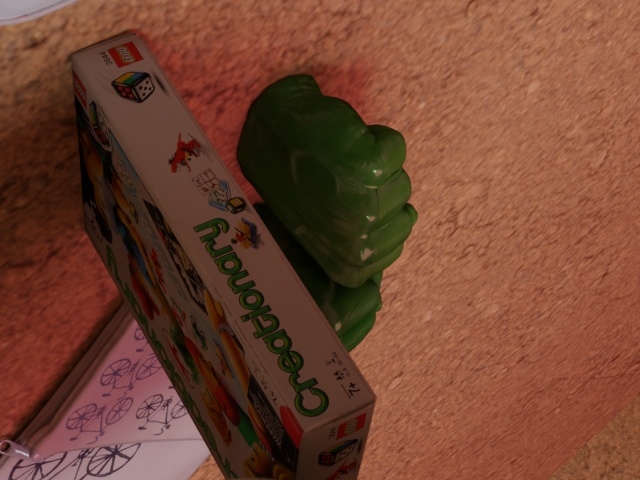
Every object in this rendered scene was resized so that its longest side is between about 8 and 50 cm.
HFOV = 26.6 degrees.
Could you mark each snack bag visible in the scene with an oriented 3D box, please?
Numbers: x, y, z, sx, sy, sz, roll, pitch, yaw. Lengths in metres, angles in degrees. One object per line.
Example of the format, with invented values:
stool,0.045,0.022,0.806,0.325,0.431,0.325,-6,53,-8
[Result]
snack bag,-0.171,0.184,1.274,0.342,0.037,0.323,-49,154,16

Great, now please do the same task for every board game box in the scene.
board game box,-0.071,0.039,0.866,0.053,0.305,0.193,-22,149,-21

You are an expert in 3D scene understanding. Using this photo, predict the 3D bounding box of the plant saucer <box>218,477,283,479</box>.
plant saucer,-0.079,0.229,0.745,0.400,0.101,0.400,-20,148,-13

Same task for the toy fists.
toy fists,0.000,0.000,1.095,0.096,0.142,0.279,-24,150,-32

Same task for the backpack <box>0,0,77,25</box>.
backpack,-0.113,-0.233,0.511,0.276,0.213,0.263,-33,143,-11
